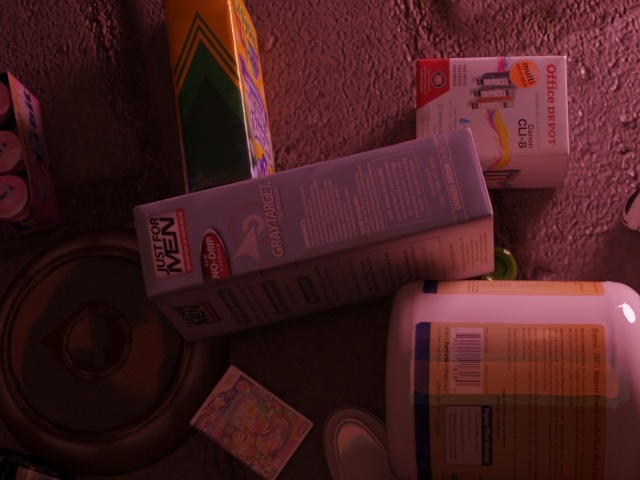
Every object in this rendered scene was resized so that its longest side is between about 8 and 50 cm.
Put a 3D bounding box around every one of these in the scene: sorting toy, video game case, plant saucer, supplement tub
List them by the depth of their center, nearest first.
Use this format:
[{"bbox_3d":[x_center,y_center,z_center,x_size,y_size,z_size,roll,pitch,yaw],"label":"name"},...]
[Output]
[{"bbox_3d":[0.235,0.156,1.366,0.316,0.228,0.228,1,76,9],"label":"supplement tub"},{"bbox_3d":[-0.081,0.217,1.499,0.122,0.011,0.087,35,83,6],"label":"video game case"},{"bbox_3d":[0.185,0.052,1.502,0.061,0.042,0.102,39,72,0],"label":"sorting toy"},{"bbox_3d":[-0.267,0.128,1.541,0.310,0.050,0.311,-2,75,9],"label":"plant saucer"}]

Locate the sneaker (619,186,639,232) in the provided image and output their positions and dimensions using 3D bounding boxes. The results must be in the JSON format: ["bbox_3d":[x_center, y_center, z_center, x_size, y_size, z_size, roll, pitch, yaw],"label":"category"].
[{"bbox_3d":[0.468,-0.071,1.473,0.132,0.086,0.229,43,95,11],"label":"sneaker"}]

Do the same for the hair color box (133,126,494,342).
[{"bbox_3d":[0.000,0.000,1.417,0.374,0.185,0.114,-14,68,3],"label":"hair color box"}]

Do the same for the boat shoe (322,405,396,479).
[{"bbox_3d":[0.075,0.306,1.424,0.096,0.088,0.268,-22,74,2],"label":"boat shoe"}]

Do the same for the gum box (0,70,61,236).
[{"bbox_3d":[-0.383,-0.101,1.583,0.062,0.107,0.188,-15,75,4],"label":"gum box"}]

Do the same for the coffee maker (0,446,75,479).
[{"bbox_3d":[-0.387,0.330,1.469,0.171,0.120,0.178,14,78,12],"label":"coffee maker"}]

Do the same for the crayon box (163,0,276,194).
[{"bbox_3d":[-0.119,-0.184,1.516,0.083,0.203,0.323,-11,75,5],"label":"crayon box"}]

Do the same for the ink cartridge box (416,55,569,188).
[{"bbox_3d":[0.204,-0.137,1.497,0.176,0.127,0.128,-1,75,7],"label":"ink cartridge box"}]
